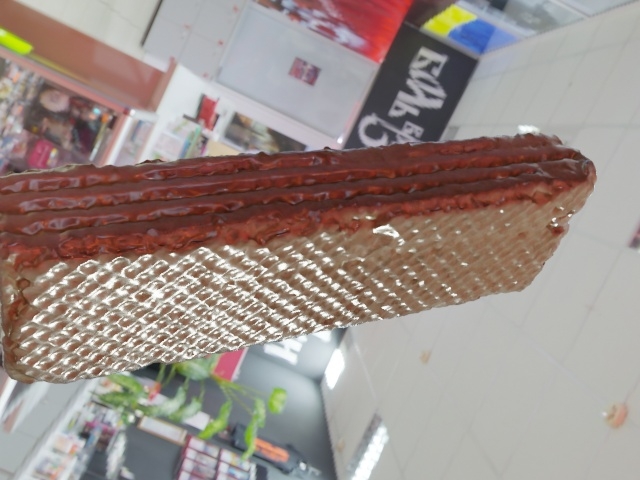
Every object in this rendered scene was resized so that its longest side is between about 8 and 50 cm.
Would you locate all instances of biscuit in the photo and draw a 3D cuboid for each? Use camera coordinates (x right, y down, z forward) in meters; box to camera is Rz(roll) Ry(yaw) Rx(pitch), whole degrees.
[{"bbox_3d":[0.000,0.000,0.533,0.078,0.426,0.144,62,-33,34],"label":"biscuit"}]
